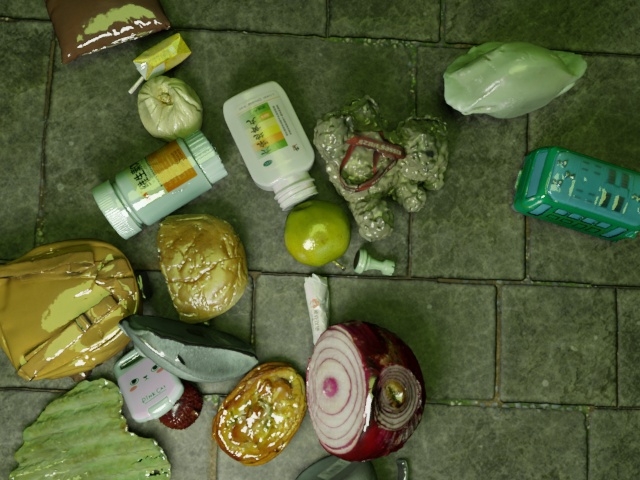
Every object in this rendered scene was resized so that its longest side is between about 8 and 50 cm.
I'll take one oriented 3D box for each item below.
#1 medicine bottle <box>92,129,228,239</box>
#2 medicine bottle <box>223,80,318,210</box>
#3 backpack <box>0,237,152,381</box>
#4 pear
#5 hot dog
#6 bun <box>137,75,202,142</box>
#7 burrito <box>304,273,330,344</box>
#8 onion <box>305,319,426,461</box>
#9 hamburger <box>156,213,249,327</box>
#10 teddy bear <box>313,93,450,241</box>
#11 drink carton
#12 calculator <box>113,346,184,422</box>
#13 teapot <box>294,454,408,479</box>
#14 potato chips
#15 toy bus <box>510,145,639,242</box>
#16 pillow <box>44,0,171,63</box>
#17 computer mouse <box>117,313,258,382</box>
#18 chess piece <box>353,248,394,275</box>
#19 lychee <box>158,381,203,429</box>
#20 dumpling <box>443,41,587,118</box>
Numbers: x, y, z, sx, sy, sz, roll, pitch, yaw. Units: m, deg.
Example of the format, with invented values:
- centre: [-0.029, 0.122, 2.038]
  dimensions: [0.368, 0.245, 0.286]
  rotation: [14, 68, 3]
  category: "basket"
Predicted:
- centre: [-0.408, -0.150, 1.589]
  dimensions: [0.318, 0.158, 0.158]
  rotation: [-32, 87, -6]
  category: "medicine bottle"
- centre: [-0.121, -0.244, 1.633]
  dimensions: [0.179, 0.124, 0.324]
  rotation: [-24, 88, -5]
  category: "medicine bottle"
- centre: [-0.618, 0.172, 1.528]
  dimensions: [0.378, 0.201, 0.353]
  rotation: [-16, 85, -2]
  category: "backpack"
- centre: [0.000, 0.000, 1.610]
  dimensions: [0.180, 0.166, 0.216]
  rotation: [-33, 118, -15]
  category: "pear"
- centre: [-0.149, 0.440, 1.568]
  dimensions: [0.196, 0.122, 0.272]
  rotation: [41, 86, 0]
  category: "hot dog"
- centre: [-0.399, -0.350, 1.632]
  dimensions: [0.164, 0.111, 0.188]
  rotation: [-15, 89, -2]
  category: "bun"
- centre: [-0.001, 0.189, 1.630]
  dimensions: [0.064, 0.064, 0.203]
  rotation: [-8, 84, -4]
  category: "burrito"
- centre: [0.133, 0.365, 1.516]
  dimensions: [0.260, 0.282, 0.336]
  rotation: [6, 72, -31]
  category: "onion"
- centre: [-0.293, 0.069, 1.590]
  dimensions: [0.211, 0.132, 0.308]
  rotation: [-12, 84, -1]
  category: "hamburger"
- centre: [0.189, -0.224, 1.608]
  dimensions: [0.368, 0.224, 0.357]
  rotation: [-28, 101, -7]
  category: "teddy bear"
- centre: [-0.450, -0.478, 1.658]
  dimensions: [0.200, 0.084, 0.074]
  rotation: [-34, 110, -6]
  category: "drink carton"
- centre: [-0.432, 0.346, 1.535]
  dimensions: [0.141, 0.045, 0.246]
  rotation: [-32, 44, -11]
  category: "calculator"
- centre: [0.088, 0.688, 1.548]
  dimensions: [0.224, 0.305, 0.285]
  rotation: [-21, 94, 32]
  category: "teapot"
- centre: [-0.589, 0.572, 1.540]
  dimensions: [0.389, 0.097, 0.373]
  rotation: [-39, 88, -2]
  category: "potato chips"
- centre: [0.705, -0.125, 1.628]
  dimensions: [0.344, 0.199, 0.183]
  rotation: [16, 83, -3]
  category: "toy bus"
- centre: [-0.596, -0.658, 1.651]
  dimensions: [0.308, 0.108, 0.305]
  rotation: [-21, 85, -4]
  category: "pillow"
- centre: [-0.321, 0.273, 1.483]
  dimensions: [0.374, 0.203, 0.114]
  rotation: [22, 92, -38]
  category: "computer mouse"
- centre: [0.145, 0.064, 1.649]
  dimensions: [0.103, 0.067, 0.067]
  rotation: [14, 84, -10]
  category: "chess piece"
- centre: [-0.364, 0.413, 1.561]
  dimensions: [0.123, 0.123, 0.129]
  rotation: [-45, 72, -6]
  category: "lychee"
- centre: [0.504, -0.430, 1.655]
  dimensions: [0.321, 0.270, 0.211]
  rotation: [3, 108, -26]
  category: "dumpling"
